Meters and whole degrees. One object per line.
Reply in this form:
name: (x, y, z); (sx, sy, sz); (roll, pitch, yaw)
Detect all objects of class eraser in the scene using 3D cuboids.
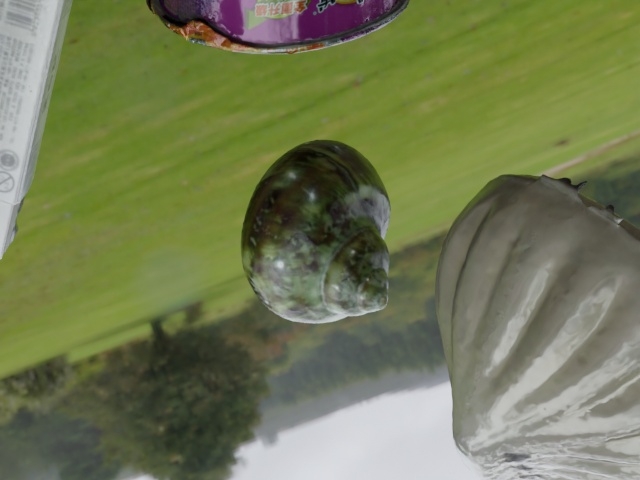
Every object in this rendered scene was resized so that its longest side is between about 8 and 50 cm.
eraser: (-0.382, -0.175, 1.421); (0.098, 0.404, 0.096); (17, -152, -7)

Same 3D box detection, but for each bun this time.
bun: (0.164, 0.095, 0.803); (0.175, 0.263, 0.263); (-47, 176, -7)

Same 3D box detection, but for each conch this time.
conch: (0.003, 0.000, 1.003); (0.124, 0.181, 0.187); (-12, 143, 10)

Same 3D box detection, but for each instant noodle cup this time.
instant noodle cup: (-0.040, -0.307, 1.024); (0.251, 0.251, 0.190); (-18, 131, -19)
